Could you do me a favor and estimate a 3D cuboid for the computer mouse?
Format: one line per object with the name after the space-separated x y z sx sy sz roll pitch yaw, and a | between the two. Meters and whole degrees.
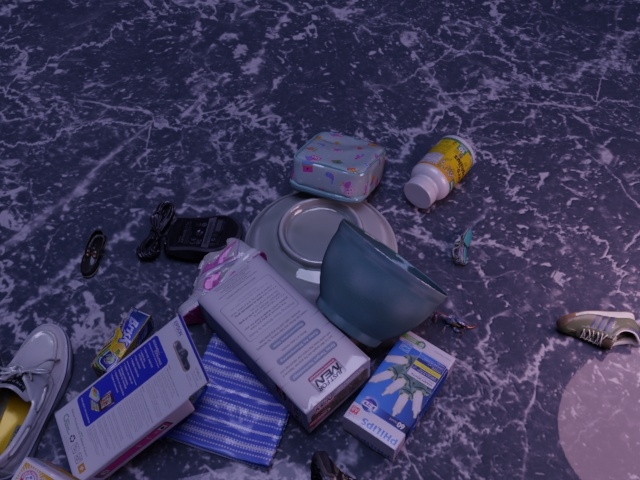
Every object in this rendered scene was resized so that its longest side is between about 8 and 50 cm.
-0.319 -0.008 1.858 0.272 0.072 0.188 4 54 18 | computer mouse

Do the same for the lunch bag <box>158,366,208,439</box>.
-0.339 0.336 1.558 0.128 0.096 0.151 25 72 38 | lunch bag

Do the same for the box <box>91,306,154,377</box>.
-0.454 0.240 1.668 0.054 0.059 0.169 21 56 12 | box

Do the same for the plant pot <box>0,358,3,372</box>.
-0.826 0.293 1.526 0.165 0.166 0.234 18 41 13 | plant pot

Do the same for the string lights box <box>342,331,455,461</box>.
0.174 0.338 1.593 0.133 0.077 0.260 30 58 19 | string lights box

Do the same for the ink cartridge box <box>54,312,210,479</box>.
-0.381 0.331 1.491 0.371 0.069 0.176 -40 57 12 | ink cartridge box

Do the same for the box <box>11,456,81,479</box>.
-0.556 0.535 1.385 0.114 0.103 0.203 25 74 16 | box

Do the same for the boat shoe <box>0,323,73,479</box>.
-0.645 0.318 1.546 0.135 0.156 0.367 8 54 5 | boat shoe

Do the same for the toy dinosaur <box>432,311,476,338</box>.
0.313 0.198 1.737 0.090 0.047 0.082 -1 34 -44 | toy dinosaur

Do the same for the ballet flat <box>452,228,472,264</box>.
0.363 0.015 1.865 0.041 0.041 0.114 14 53 9 | ballet flat

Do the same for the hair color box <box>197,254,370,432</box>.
-0.084 0.220 1.608 0.185 0.114 0.374 -37 60 -21 | hair color box

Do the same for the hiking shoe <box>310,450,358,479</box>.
0.066 0.520 1.464 0.114 0.086 0.227 -18 60 -30 | hiking shoe

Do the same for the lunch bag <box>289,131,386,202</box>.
0.045 -0.198 1.925 0.224 0.108 0.279 14 25 14 | lunch bag

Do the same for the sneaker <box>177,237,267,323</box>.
-0.251 0.095 1.737 0.252 0.103 0.111 -43 62 -11 | sneaker

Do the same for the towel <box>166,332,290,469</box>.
-0.169 0.322 1.624 0.243 0.040 0.336 14 54 11 | towel

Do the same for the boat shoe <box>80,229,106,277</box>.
-0.580 0.032 1.836 0.049 0.042 0.133 8 55 2 | boat shoe

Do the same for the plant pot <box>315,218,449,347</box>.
0.112 0.114 1.623 0.293 0.293 0.196 38 96 24 | plant pot

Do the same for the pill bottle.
0.319 -0.184 1.962 0.117 0.118 0.208 32 58 21 | pill bottle

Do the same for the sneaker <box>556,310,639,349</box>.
0.661 0.216 1.698 0.192 0.064 0.086 -1 48 -6 | sneaker

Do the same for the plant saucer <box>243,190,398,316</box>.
0.000 0.000 1.832 0.400 0.100 0.400 0 52 0 | plant saucer
